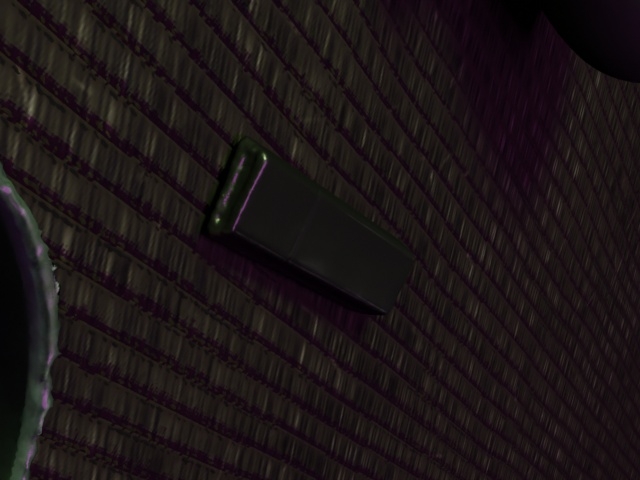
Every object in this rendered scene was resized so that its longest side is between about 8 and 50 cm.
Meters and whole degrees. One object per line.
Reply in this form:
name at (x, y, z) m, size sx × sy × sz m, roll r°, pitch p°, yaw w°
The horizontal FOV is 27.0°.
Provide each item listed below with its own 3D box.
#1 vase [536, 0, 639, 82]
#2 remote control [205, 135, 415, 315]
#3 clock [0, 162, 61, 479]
vase at (0.184, -0.223, 0.892) m, size 0.321 × 0.173 × 0.173 m, roll 14°, pitch 94°, yaw -58°
remote control at (0.000, 0.000, 0.823) m, size 0.063 × 0.025 × 0.245 m, roll -66°, pitch 153°, yaw -2°
clock at (-0.195, 0.067, 0.379) m, size 0.280 × 0.055 × 0.281 m, roll -33°, pitch 133°, yaw -44°
